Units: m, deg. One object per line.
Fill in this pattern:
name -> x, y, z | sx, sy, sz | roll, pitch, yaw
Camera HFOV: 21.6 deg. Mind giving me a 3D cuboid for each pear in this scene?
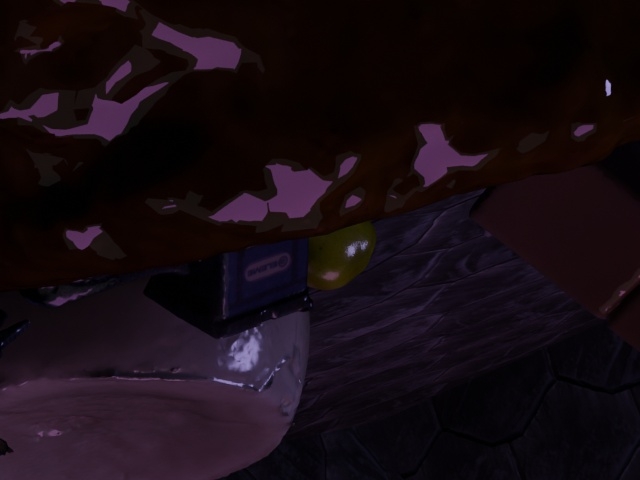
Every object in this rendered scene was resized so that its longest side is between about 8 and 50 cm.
pear -> 0.000, 0.000, 1.552 | 0.097, 0.092, 0.092 | 26, 160, -4

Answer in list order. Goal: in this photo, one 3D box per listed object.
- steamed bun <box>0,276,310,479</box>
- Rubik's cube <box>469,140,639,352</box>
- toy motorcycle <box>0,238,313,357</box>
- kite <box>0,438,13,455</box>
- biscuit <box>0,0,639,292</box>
steamed bun -> -0.170, 0.058, 1.219 | 0.324, 0.206, 0.324 | -6, 155, -3
Rubik's cube -> 0.309, -0.083, 1.016 | 0.387, 0.368, 0.358 | -9, 150, -39
toy motorcycle -> -0.158, 0.002, 0.940 | 0.358, 0.213, 0.125 | -19, -148, -37
kite -> -0.368, 0.084, 1.089 | 0.368, 0.014, 0.406 | 14, 141, 10
biscuit -> -0.038, -0.085, 0.706 | 0.342, 0.166, 0.395 | -13, -176, -28
